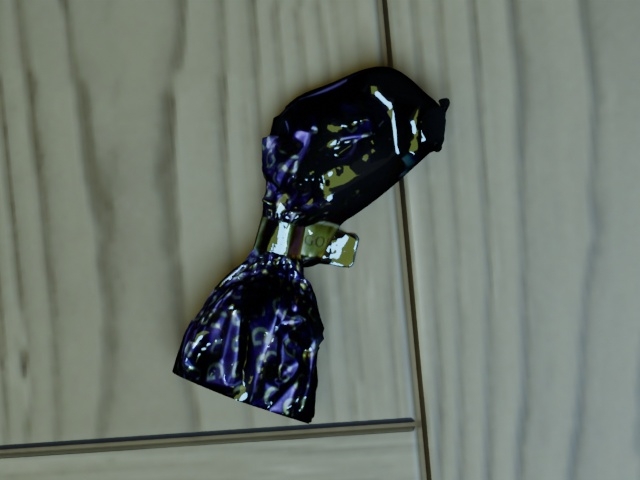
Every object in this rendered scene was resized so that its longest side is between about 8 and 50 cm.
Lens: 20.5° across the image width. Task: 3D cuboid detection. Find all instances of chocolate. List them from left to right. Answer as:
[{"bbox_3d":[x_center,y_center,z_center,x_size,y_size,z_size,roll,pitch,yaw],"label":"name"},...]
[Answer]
[{"bbox_3d":[-0.003,-0.001,0.713,0.072,0.070,0.147,27,87,21],"label":"chocolate"}]
